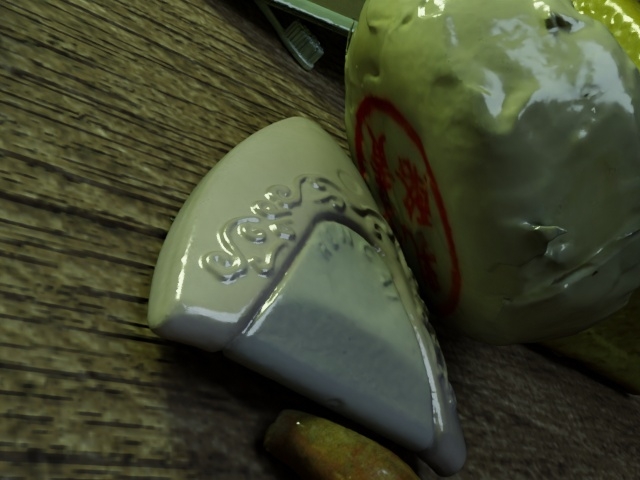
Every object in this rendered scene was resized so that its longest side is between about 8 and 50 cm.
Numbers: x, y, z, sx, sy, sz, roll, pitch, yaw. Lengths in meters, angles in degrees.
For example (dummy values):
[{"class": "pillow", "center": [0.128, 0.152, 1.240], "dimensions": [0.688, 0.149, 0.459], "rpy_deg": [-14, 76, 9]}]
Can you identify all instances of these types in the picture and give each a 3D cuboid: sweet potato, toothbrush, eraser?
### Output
[{"class": "sweet potato", "center": [0.060, 0.184, 0.377], "dimensions": [0.078, 0.058, 0.255], "rpy_deg": [-16, 72, -40]}, {"class": "toothbrush", "center": [-0.084, -0.248, 0.685], "dimensions": [0.257, 0.024, 0.018], "rpy_deg": [50, 30, 2]}, {"class": "eraser", "center": [0.001, -0.001, 0.490], "dimensions": [0.204, 0.059, 0.243], "rpy_deg": [31, 35, -30]}]

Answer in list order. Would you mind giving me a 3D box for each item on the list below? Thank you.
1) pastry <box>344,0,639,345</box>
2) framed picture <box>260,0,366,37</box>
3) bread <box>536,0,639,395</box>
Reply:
[{"class": "pastry", "center": [0.105, -0.056, 0.530], "dimensions": [0.265, 0.133, 0.265], "rpy_deg": [162, -90, -80]}, {"class": "framed picture", "center": [0.016, -0.268, 0.732], "dimensions": [0.293, 0.018, 0.231], "rpy_deg": [17, 56, -23]}, {"class": "bread", "center": [0.261, -0.087, 0.760], "dimensions": [0.245, 0.233, 0.362], "rpy_deg": [25, 38, -37]}]
